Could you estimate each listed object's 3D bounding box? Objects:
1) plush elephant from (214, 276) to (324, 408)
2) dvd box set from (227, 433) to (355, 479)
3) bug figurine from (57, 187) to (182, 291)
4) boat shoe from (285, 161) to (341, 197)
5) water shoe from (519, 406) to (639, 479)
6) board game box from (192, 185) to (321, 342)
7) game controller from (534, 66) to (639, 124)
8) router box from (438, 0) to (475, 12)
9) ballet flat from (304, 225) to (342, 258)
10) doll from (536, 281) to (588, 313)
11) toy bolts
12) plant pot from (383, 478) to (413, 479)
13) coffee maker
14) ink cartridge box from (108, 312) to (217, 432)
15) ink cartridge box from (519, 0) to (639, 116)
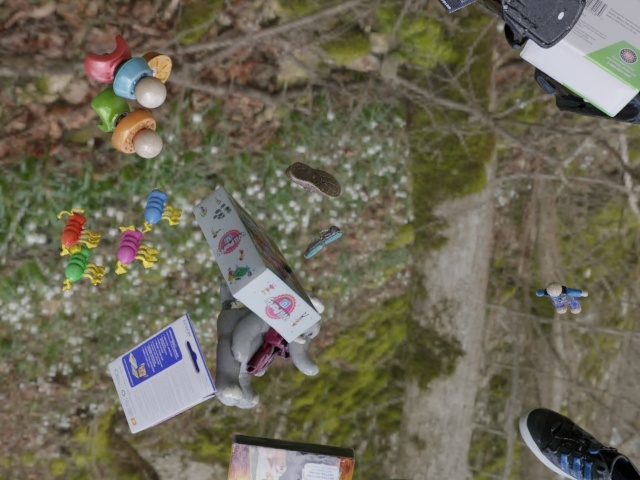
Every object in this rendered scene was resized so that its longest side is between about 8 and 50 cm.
[{"bbox_3d":[-0.107,0.234,1.937,0.255,0.330,0.272,-6,159,4],"label":"plush elephant"},{"bbox_3d":[-0.096,0.702,2.025,0.307,0.421,0.062,9,-169,-3],"label":"dvd box set"},{"bbox_3d":[-0.425,-0.010,1.643,0.279,0.216,0.072,-15,132,12],"label":"bug figurine"},{"bbox_3d":[-0.021,-0.173,2.350,0.178,0.064,0.060,24,162,-26],"label":"boat shoe"},{"bbox_3d":[0.349,0.275,1.033,0.203,0.073,0.080,39,147,15],"label":"water shoe"},{"bbox_3d":[-0.143,0.050,1.781,0.224,0.097,0.303,47,-172,-45],"label":"board game box"},{"bbox_3d":[0.591,-0.324,1.777,0.166,0.067,0.319,44,177,-22],"label":"game controller"},{"bbox_3d":[0.194,-0.582,1.366,0.309,0.243,0.081,42,153,-25],"label":"router box"},{"bbox_3d":[0.000,0.000,2.056,0.114,0.041,0.041,-35,-176,3],"label":"ballet flat"},{"bbox_3d":[0.621,0.142,2.093,0.129,0.046,0.189,-3,159,30],"label":"doll"},{"bbox_3d":[-0.347,-0.295,1.632,0.158,0.218,0.228,39,159,15],"label":"toy bolts"},{"bbox_3d":[0.202,0.681,1.848,0.235,0.293,0.293,28,-172,17],"label":"plant pot"},{"bbox_3d":[0.303,-0.400,1.258,0.171,0.120,0.178,54,-171,-31],"label":"coffee maker"},{"bbox_3d":[-0.338,0.294,1.795,0.069,0.176,0.371,-12,166,-43],"label":"ink cartridge box"},{"bbox_3d":[0.508,-0.385,1.398,0.198,0.273,0.115,36,166,7],"label":"ink cartridge box"}]
